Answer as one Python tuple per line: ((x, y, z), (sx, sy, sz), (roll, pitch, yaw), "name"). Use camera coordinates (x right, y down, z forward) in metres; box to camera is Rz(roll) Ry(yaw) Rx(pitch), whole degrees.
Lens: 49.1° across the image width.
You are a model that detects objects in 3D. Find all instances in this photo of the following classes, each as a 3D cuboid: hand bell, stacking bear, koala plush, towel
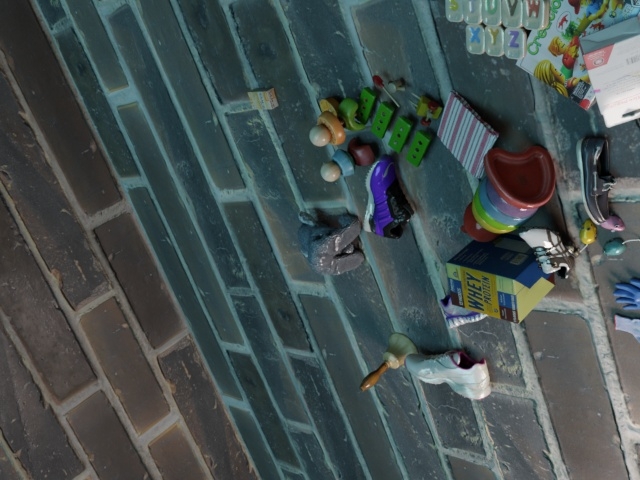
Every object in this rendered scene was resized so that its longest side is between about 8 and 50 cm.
((0.212, 0.431, 2.381), (0.126, 0.242, 0.126), (29, 137, 32), "hand bell")
((0.451, -0.092, 1.771), (0.289, 0.175, 0.164), (116, 147, -63), "stacking bear")
((0.000, 0.000, 2.345), (0.221, 0.203, 0.196), (34, 140, 44), "koala plush")
((0.370, -0.271, 1.786), (0.197, 0.029, 0.144), (58, 150, 36), "towel")

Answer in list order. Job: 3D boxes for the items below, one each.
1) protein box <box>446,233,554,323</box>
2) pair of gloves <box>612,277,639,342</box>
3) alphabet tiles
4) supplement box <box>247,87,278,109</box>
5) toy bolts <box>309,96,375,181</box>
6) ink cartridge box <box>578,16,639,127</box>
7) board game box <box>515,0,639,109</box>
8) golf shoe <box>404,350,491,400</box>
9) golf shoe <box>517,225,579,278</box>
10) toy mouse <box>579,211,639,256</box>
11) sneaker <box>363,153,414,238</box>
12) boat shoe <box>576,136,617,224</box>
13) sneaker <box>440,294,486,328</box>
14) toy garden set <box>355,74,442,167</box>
((0.475, 0.089, 1.847), (0.201, 0.199, 0.136), (14, 128, 42), "protein box")
((0.795, 0.186, 1.714), (0.159, 0.023, 0.198), (17, 129, 41), "pair of gloves")
((0.383, -0.547, 1.553), (0.284, 0.021, 0.278), (27, 132, 48), "alphabet tiles")
((-0.189, -0.464, 2.298), (0.098, 0.036, 0.062), (9, 125, 44), "supplement box")
((0.032, -0.290, 2.050), (0.218, 0.158, 0.229), (35, 154, 54), "toy bolts")
((0.604, -0.333, 1.412), (0.115, 0.067, 0.198), (-17, 132, 23), "ink cartridge box")
((0.553, -0.449, 1.457), (0.193, 0.053, 0.305), (40, 142, 21), "board game box")
((0.410, 0.402, 2.265), (0.306, 0.115, 0.140), (14, 117, 34), "golf shoe")
((0.559, 0.029, 1.723), (0.198, 0.094, 0.077), (26, 162, -25), "golf shoe")
((0.687, -0.011, 1.672), (0.143, 0.031, 0.161), (21, 132, 38), "toy mouse")
((0.215, -0.121, 2.073), (0.146, 0.102, 0.294), (28, 141, 26), "sneaker")
((0.635, -0.135, 1.593), (0.064, 0.075, 0.206), (-4, 107, 45), "boat shoe")
((0.435, 0.184, 2.067), (0.236, 0.095, 0.105), (-31, 86, 55), "sneaker")
((0.218, -0.351, 1.922), (0.244, 0.049, 0.204), (42, 144, 18), "toy garden set")
